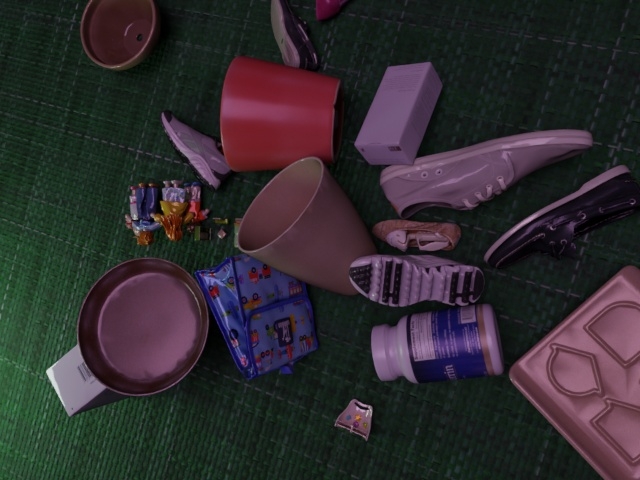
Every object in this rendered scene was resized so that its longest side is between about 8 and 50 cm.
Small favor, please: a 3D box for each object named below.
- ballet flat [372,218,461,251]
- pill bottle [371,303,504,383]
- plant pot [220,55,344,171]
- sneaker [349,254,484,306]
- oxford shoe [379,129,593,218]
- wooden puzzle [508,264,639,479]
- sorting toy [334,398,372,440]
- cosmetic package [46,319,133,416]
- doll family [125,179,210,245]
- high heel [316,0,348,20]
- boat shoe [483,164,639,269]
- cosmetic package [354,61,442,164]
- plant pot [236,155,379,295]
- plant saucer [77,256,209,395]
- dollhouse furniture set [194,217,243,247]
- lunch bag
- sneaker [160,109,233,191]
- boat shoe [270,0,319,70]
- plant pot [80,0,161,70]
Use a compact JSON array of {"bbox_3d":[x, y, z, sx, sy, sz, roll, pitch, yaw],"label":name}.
[{"bbox_3d":[0.215,-0.008,1.332,0.206,0.073,0.067,-1,44,20],"label":"ballet flat"},{"bbox_3d":[0.253,0.229,1.272,0.265,0.153,0.153,-11,84,19],"label":"pill bottle"},{"bbox_3d":[-0.076,-0.285,1.362,0.243,0.275,0.274,5,89,8],"label":"plant pot"},{"bbox_3d":[0.199,0.077,1.267,0.292,0.118,0.110,7,108,-12],"label":"sneaker"},{"bbox_3d":[0.346,-0.138,1.253,0.450,0.169,0.130,-13,81,25],"label":"oxford shoe"},{"bbox_3d":[0.620,0.276,1.190,0.348,0.080,0.322,-44,76,7],"label":"wooden puzzle"},{"bbox_3d":[0.088,0.418,1.379,0.083,0.045,0.075,20,87,19],"label":"sorting toy"},{"bbox_3d":[-0.516,0.309,1.488,0.224,0.225,0.138,-38,75,13],"label":"cosmetic package"},{"bbox_3d":[-0.427,-0.069,1.530,0.263,0.118,0.163,-2,87,18],"label":"doll family"},{"bbox_3d":[-0.020,-0.665,1.442,0.117,0.082,0.244,-34,90,4],"label":"high heel"},{"bbox_3d":[0.510,-0.018,1.211,0.340,0.127,0.113,-31,66,5],"label":"boat shoe"},{"bbox_3d":[0.176,-0.281,1.299,0.117,0.085,0.231,7,65,39],"label":"cosmetic package"},{"bbox_3d":[0.000,0.000,1.300,0.256,0.256,0.274,-41,119,13],"label":"plant pot"},{"bbox_3d":[-0.399,0.195,1.333,0.311,0.050,0.310,-2,76,7],"label":"plant saucer"},{"bbox_3d":[-0.242,-0.021,1.498,0.152,0.058,0.076,2,89,19],"label":"dollhouse furniture set"},{"bbox_3d":[-0.129,0.174,1.362,0.138,0.221,0.293,-22,86,38],"label":"lunch bag"},{"bbox_3d":[-0.323,-0.247,1.528,0.108,0.100,0.271,-39,72,-12],"label":"sneaker"},{"bbox_3d":[-0.070,-0.524,1.466,0.079,0.084,0.233,-13,73,-21],"label":"boat shoe"},{"bbox_3d":[-0.522,-0.570,1.591,0.238,0.110,0.237,-1,87,18],"label":"plant pot"}]
